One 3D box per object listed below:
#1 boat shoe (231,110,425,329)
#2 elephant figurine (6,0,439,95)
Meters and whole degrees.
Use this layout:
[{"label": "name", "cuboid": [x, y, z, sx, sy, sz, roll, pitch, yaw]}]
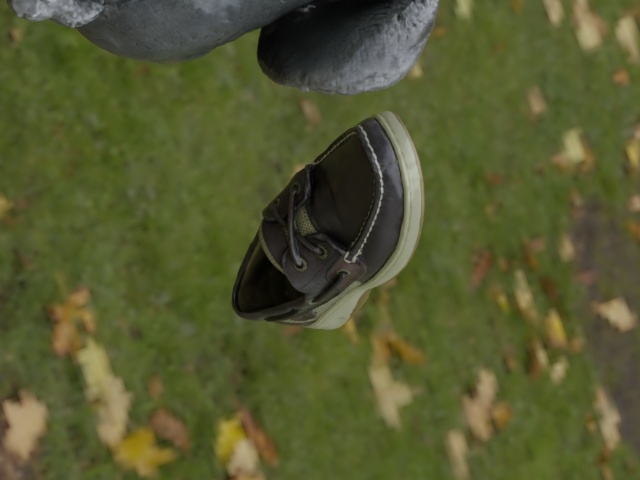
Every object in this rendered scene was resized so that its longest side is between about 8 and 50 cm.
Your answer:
[{"label": "boat shoe", "cuboid": [-0.001, -0.001, 1.181, 0.223, 0.073, 0.080, 122, -48, -61]}, {"label": "elephant figurine", "cuboid": [0.005, -0.155, 0.926, 0.169, 0.239, 0.186, 56, 39, -68]}]
